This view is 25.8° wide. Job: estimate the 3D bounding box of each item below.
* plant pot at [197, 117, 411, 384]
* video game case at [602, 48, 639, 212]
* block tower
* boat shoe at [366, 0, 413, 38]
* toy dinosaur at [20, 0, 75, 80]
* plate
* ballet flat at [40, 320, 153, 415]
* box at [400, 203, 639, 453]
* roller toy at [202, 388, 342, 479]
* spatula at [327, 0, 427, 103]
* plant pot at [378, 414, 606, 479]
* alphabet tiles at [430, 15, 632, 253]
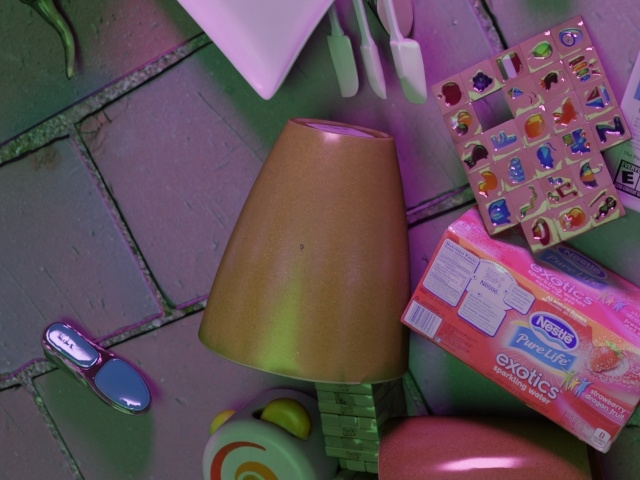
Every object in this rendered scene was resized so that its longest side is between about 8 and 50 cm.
[{"bbox_3d":[0.000,0.000,1.771,0.274,0.275,0.293,14,102,24],"label":"plant pot"},{"bbox_3d":[0.499,-0.124,1.553,0.329,0.036,0.300,25,120,20],"label":"video game case"},{"bbox_3d":[0.069,0.299,1.933,0.091,0.097,0.335,1,112,29],"label":"block tower"},{"bbox_3d":[0.075,-0.309,1.715,0.042,0.049,0.133,16,134,63],"label":"boat shoe"},{"bbox_3d":[-0.399,-0.364,1.950,0.268,0.064,0.118,52,131,-1],"label":"toy dinosaur"},{"bbox_3d":[-0.086,-0.361,1.748,0.277,0.045,0.278,50,137,11],"label":"plate"},{"bbox_3d":[-0.343,0.203,2.151,0.213,0.072,0.068,37,150,13],"label":"ballet flat"},{"bbox_3d":[0.274,0.096,1.703,0.300,0.142,0.154,32,122,15],"label":"box"},{"bbox_3d":[-0.063,0.321,1.982,0.209,0.146,0.191,-25,97,34],"label":"roller toy"},{"bbox_3d":[0.052,-0.284,1.707,0.168,0.019,0.242,16,126,54],"label":"spatula"},{"bbox_3d":[0.231,0.319,1.789,0.254,0.237,0.237,-15,102,18],"label":"plant pot"},{"bbox_3d":[0.260,-0.116,1.639,0.198,0.009,0.237,-24,80,19],"label":"alphabet tiles"}]
